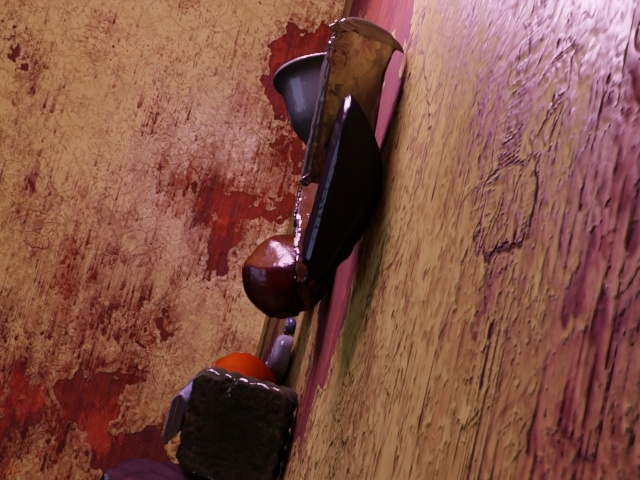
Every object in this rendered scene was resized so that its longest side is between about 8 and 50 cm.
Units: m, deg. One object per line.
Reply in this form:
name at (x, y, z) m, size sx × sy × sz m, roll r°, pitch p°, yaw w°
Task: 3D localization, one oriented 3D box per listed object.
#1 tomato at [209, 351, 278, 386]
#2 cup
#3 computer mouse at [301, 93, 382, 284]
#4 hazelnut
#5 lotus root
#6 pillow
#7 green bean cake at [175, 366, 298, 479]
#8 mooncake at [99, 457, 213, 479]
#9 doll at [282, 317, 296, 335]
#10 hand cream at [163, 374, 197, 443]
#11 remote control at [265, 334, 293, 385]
tomato at (-0.183, 0.368, 1.632) m, size 0.260 × 0.180 × 0.259 m, roll -160°, pitch 90°, yaw -74°
cup at (0.014, -0.245, 1.453) m, size 0.199 × 0.199 × 0.150 m, roll 121°, pitch 144°, yaw -72°
computer mouse at (0.034, -0.057, 1.026) m, size 0.147 × 0.088 × 0.264 m, roll -85°, pitch 13°, yaw -74°
hazelnut at (-0.068, 0.069, 1.552) m, size 0.202 × 0.160 × 0.170 m, roll -21°, pitch -29°, yaw -49°
lotus root at (0.000, 0.000, 1.368) m, size 0.329 × 0.078 × 0.167 m, roll -85°, pitch -12°, yaw -54°
pillow at (0.035, -0.195, 1.120) m, size 0.169 × 0.059 × 0.255 m, roll -3°, pitch -71°, yaw -52°
green bean cake at (-0.145, 0.328, 1.335) m, size 0.094 × 0.183 × 0.185 m, roll 35°, pitch -112°, yaw -77°
mooncake at (-0.293, 0.585, 1.529) m, size 0.212 × 0.351 × 0.381 m, roll -66°, pitch 15°, yaw -1°
doll at (-0.077, 0.206, 1.826) m, size 0.125 × 0.027 × 0.037 m, roll 123°, pitch 154°, yaw -73°
hand cream at (-0.245, 0.298, 1.418) m, size 0.256 × 0.055 × 0.088 m, roll -21°, pitch -52°, yaw -83°
remote control at (-0.099, 0.283, 1.754) m, size 0.244 × 0.047 × 0.087 m, roll 112°, pitch 168°, yaw -63°
